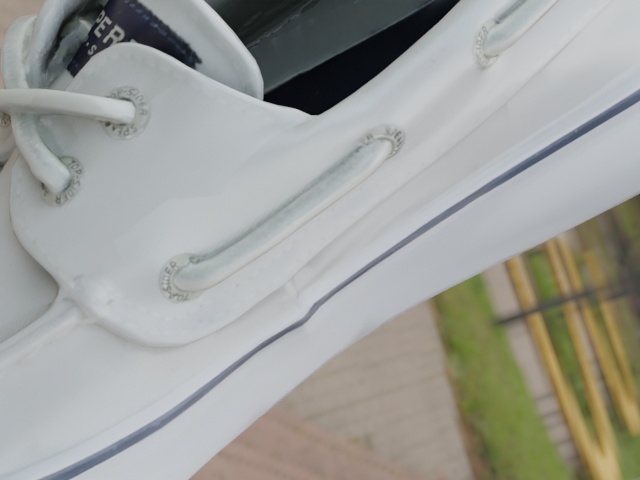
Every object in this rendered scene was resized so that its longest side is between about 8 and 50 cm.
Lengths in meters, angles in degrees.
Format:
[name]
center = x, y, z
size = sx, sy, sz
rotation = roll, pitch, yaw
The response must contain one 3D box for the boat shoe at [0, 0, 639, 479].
[boat shoe]
center = -0.027, -0.019, 0.387
size = 0.095, 0.258, 0.084
rotation = 42, -19, 50
